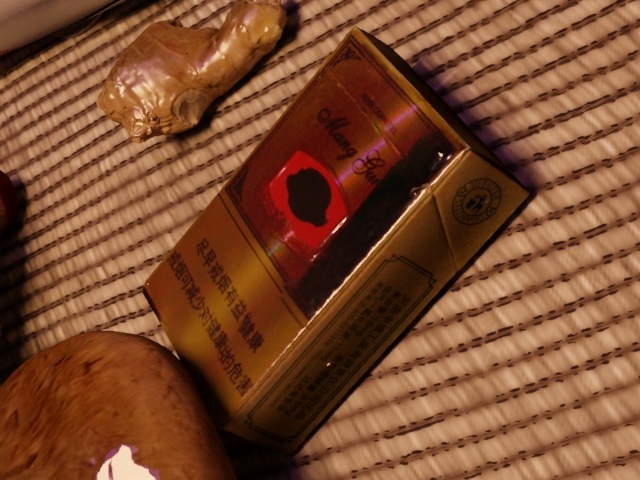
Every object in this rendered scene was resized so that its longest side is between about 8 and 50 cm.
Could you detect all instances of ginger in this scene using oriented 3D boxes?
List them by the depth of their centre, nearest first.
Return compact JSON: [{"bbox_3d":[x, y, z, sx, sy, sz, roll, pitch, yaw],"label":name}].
[{"bbox_3d":[-0.099,-0.145,1.003,0.165,0.067,0.096,-34,49,9],"label":"ginger"}]

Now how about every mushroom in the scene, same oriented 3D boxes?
[{"bbox_3d":[-0.152,0.190,0.827,0.278,0.146,0.278,-17,67,46],"label":"mushroom"}]

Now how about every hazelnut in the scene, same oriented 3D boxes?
[{"bbox_3d":[-0.307,-0.027,1.130,0.086,0.086,0.086,-20,58,35],"label":"hazelnut"}]

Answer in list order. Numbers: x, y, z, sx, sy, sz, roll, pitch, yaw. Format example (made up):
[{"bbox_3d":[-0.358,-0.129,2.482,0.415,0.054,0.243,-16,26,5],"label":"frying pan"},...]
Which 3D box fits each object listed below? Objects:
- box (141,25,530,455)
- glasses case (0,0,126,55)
[{"bbox_3d":[0.000,0.000,0.837,0.240,0.071,0.159,-49,44,15],"label":"box"},{"bbox_3d":[-0.238,-0.236,1.160,0.308,0.083,0.128,-14,67,37],"label":"glasses case"}]
